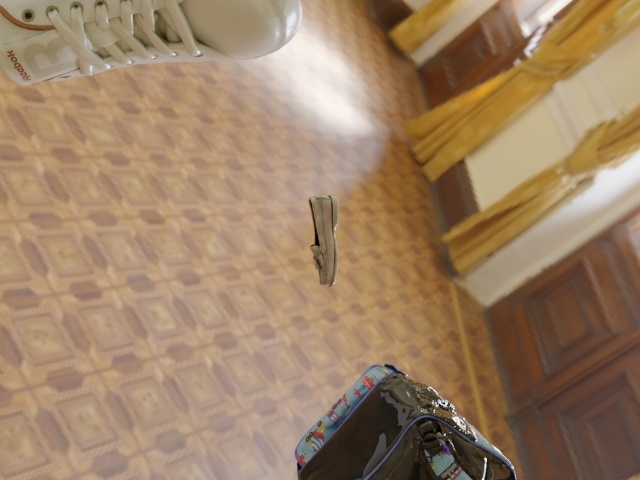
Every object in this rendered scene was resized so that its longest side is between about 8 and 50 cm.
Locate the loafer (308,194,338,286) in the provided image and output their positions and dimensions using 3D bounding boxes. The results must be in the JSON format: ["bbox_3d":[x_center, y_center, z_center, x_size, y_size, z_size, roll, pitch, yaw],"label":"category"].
[{"bbox_3d":[0.000,0.000,1.303,0.039,0.045,0.125,2,88,-21],"label":"loafer"}]

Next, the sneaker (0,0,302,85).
[{"bbox_3d":[-0.154,-0.150,0.693,0.123,0.290,0.106,-62,148,-31],"label":"sneaker"}]

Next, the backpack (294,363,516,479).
[{"bbox_3d":[0.085,0.215,0.885,0.173,0.158,0.117,33,11,-35],"label":"backpack"}]
